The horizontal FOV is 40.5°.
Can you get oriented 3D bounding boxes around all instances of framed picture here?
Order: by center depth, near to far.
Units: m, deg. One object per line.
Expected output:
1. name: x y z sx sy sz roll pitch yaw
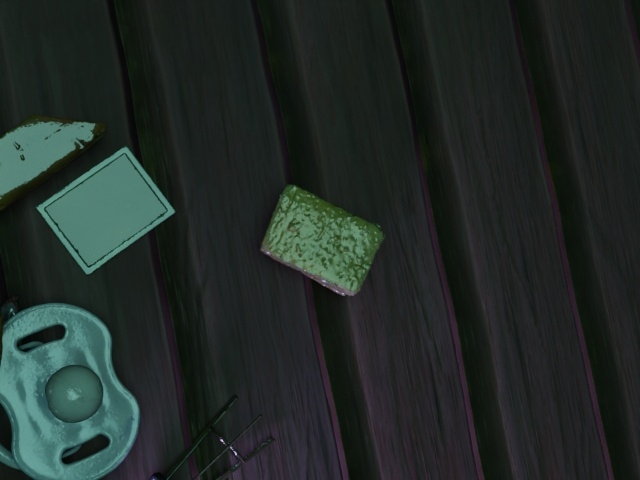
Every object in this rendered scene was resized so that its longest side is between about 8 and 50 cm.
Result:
1. framed picture: -0.357 -0.051 1.450 0.183 0.011 0.142 -38 94 -14

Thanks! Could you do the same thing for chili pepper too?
1. chili pepper: -0.502 0.161 1.380 0.050 0.041 0.153 23 76 -53

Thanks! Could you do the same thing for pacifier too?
1. pacifier: -0.393 0.232 1.301 0.238 0.226 0.287 -18 86 -28

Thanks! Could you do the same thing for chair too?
1. chair: -0.181 0.360 1.408 0.221 0.095 0.104 -42 86 -13

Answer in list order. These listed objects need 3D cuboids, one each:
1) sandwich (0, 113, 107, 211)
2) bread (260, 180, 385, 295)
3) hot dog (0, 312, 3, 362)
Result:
1. sandwich: -0.466 -0.129 1.389 0.258 0.094 0.096 -38 95 -13
2. bread: 0.000 0.000 1.485 0.196 0.102 0.138 26 77 -7
3. hot dog: -0.546 0.130 1.294 0.144 0.075 0.268 -22 52 -2
